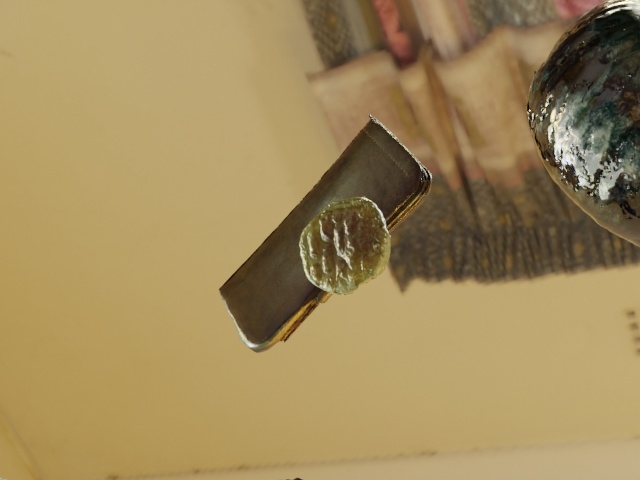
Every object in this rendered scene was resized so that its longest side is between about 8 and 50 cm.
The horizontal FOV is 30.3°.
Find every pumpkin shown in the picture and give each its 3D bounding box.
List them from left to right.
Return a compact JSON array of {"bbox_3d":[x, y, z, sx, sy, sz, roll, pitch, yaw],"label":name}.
[{"bbox_3d":[0.273,-0.088,0.908,0.233,0.163,0.233,16,-149,-10],"label":"pumpkin"}]

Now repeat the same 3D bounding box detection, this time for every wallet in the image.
[{"bbox_3d":[0.000,0.000,1.198,0.255,0.031,0.137,-47,-140,10],"label":"wallet"}]

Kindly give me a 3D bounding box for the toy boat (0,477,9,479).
[{"bbox_3d":[-0.184,0.146,0.449,0.098,0.109,0.238,0,-173,5],"label":"toy boat"}]

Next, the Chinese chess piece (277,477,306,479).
[{"bbox_3d":[-0.027,0.270,0.716,0.250,0.103,0.250,-24,-138,23],"label":"Chinese chess piece"}]

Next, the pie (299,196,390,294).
[{"bbox_3d":[0.019,0.004,0.959,0.084,0.020,0.084,-6,-101,32],"label":"pie"}]
